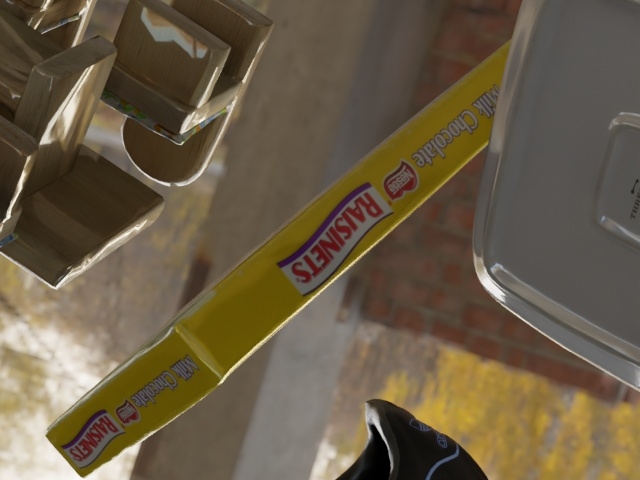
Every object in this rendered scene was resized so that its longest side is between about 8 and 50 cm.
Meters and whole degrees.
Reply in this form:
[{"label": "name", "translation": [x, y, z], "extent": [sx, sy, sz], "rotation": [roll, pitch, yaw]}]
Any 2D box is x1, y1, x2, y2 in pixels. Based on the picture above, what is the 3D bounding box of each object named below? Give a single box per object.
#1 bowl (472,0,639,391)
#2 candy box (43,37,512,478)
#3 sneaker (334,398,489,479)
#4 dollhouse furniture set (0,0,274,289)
[{"label": "bowl", "translation": [0.100, -0.018, 0.421], "extent": [0.142, 0.142, 0.053], "rotation": [31, -149, 34]}, {"label": "candy box", "translation": [0.000, 0.000, 0.559], "extent": [0.027, 0.206, 0.105], "rotation": [52, 141, -3]}, {"label": "sneaker", "translation": [-0.026, 0.164, 0.646], "extent": [0.090, 0.232, 0.081], "rotation": [49, 169, -13]}, {"label": "dollhouse furniture set", "translation": [-0.183, -0.047, 0.612], "extent": [0.242, 0.161, 0.212], "rotation": [33, -149, 10]}]
